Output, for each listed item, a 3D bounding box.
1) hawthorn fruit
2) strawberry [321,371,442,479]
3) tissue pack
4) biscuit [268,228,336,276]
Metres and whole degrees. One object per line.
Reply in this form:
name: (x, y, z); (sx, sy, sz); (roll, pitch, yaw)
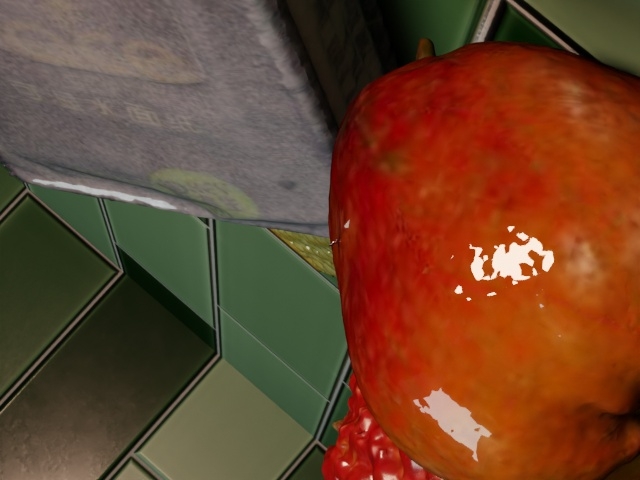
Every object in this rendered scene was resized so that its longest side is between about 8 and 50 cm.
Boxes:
hawthorn fruit: (0.099, -0.002, 0.823); (0.261, 0.224, 0.224); (53, 175, 29)
strawberry: (0.155, 0.152, 1.112); (0.292, 0.292, 0.343); (43, 153, -5)
tissue pack: (-0.116, -0.148, 0.975); (0.288, 0.124, 0.394); (11, 157, 18)
biscuit: (0.000, 0.000, 1.542); (0.139, 0.016, 0.231); (40, 169, -19)
